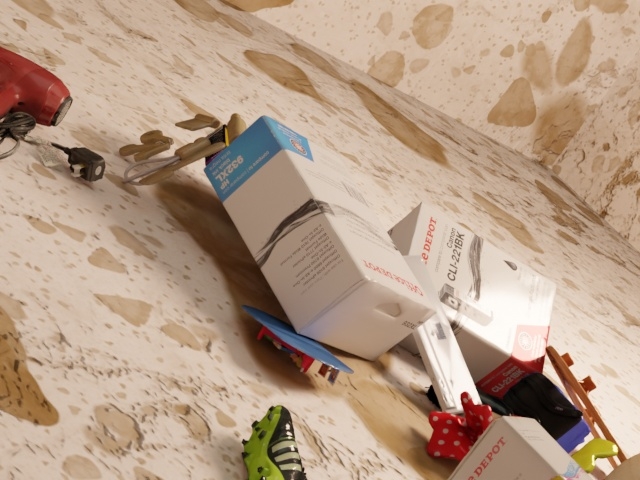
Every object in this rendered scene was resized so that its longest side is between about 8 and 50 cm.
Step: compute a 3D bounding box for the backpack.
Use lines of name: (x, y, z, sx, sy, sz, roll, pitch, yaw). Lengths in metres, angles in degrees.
backpack: (0.329, 0.267, 2.036, 0.120, 0.098, 0.101, 51, -6, 37)

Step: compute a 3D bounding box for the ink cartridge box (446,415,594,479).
ink cartridge box: (0.251, 0.329, 1.590, 0.212, 0.154, 0.093, 45, 19, 32)

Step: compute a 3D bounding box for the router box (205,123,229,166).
router box: (-0.112, -0.083, 2.132, 0.179, 0.046, 0.133, 53, 10, -21)

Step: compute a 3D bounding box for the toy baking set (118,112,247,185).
toy baking set: (-0.199, -0.130, 2.021, 0.256, 0.197, 0.030, -114, -172, -67)

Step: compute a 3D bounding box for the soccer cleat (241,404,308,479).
soccer cleat: (-0.044, 0.240, 1.445, 0.072, 0.060, 0.179, 40, 20, -18)

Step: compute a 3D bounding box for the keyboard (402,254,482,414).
keyboard: (0.162, 0.132, 1.975, 0.072, 0.014, 0.256, 1, 59, -39)

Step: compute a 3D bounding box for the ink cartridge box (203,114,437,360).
ink cartridge box: (0.000, 0.000, 1.931, 0.223, 0.129, 0.307, 26, 28, -56)

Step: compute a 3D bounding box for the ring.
ring: (0.429, 0.294, 2.005, 0.336, 0.032, 0.336, 59, 3, -6)

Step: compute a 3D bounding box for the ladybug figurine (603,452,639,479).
ladybug figurine: (0.552, 0.397, 1.754, 0.449, 0.305, 0.161, 31, 61, -11)

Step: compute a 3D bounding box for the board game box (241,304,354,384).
board game box: (-0.039, 0.139, 1.765, 0.133, 0.033, 0.169, 27, 4, -42)

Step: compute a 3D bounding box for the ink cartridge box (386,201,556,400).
ink cartridge box: (0.217, 0.096, 2.127, 0.273, 0.114, 0.197, 30, 47, -14)

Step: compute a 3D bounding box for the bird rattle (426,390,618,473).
bird rattle: (0.258, 0.291, 1.862, 0.254, 0.143, 0.207, 21, 5, -2)

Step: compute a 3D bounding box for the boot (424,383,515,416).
boot: (0.216, 0.237, 1.983, 0.121, 0.045, 0.099, 36, 14, 24)

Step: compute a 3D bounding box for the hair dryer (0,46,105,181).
hair dryer: (-0.428, -0.198, 1.871, 0.224, 0.080, 0.293, 14, 26, -50)
